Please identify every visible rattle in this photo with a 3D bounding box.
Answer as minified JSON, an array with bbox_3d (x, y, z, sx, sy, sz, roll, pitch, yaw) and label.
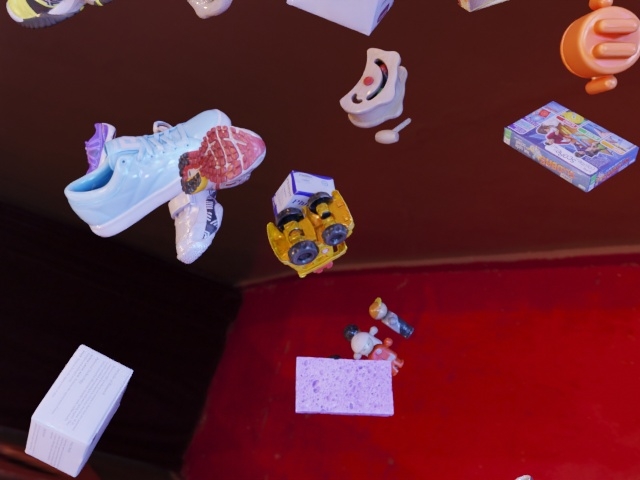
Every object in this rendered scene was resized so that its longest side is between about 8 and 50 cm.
[{"bbox_3d":[-0.152,-0.481,1.276,0.199,0.142,0.130,-37,71,48],"label":"rattle"}]

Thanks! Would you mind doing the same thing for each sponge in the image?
[{"bbox_3d":[0.051,0.313,1.569,0.031,0.210,0.117,106,166,-66],"label":"sponge"}]

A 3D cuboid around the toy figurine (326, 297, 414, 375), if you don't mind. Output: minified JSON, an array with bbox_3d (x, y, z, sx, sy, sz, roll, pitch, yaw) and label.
[{"bbox_3d":[0.127,0.282,1.952,0.213,0.148,0.209,-49,9,44],"label":"toy figurine"}]

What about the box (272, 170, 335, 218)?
[{"bbox_3d":[-0.045,-0.114,1.997,0.137,0.126,0.072,-49,42,46],"label":"box"}]

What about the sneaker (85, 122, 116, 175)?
[{"bbox_3d":[-0.597,-0.230,1.946,0.068,0.071,0.170,-166,93,-83],"label":"sneaker"}]

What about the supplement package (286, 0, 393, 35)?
[{"bbox_3d":[0.064,-0.602,1.517,0.145,0.204,0.262,-58,-12,-38],"label":"supplement package"}]

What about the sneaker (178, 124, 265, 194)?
[{"bbox_3d":[-0.147,-0.131,1.168,0.225,0.092,0.088,-9,90,56],"label":"sneaker"}]

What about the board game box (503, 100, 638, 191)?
[{"bbox_3d":[0.462,-0.179,1.364,0.201,0.136,0.035,43,152,37],"label":"board game box"}]

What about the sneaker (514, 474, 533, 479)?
[{"bbox_3d":[0.296,0.496,1.355,0.094,0.258,0.091,-28,70,59],"label":"sneaker"}]

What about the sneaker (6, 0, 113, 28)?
[{"bbox_3d":[-0.487,-0.517,1.391,0.384,0.147,0.145,-7,48,37],"label":"sneaker"}]

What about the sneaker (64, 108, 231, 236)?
[{"bbox_3d":[-0.349,-0.160,1.468,0.366,0.150,0.135,-40,44,-1],"label":"sneaker"}]

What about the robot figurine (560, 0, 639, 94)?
[{"bbox_3d":[0.541,-0.379,1.421,0.128,0.158,0.219,-38,5,8],"label":"robot figurine"}]

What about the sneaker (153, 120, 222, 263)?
[{"bbox_3d":[-0.345,-0.125,1.761,0.137,0.210,0.366,-35,38,43],"label":"sneaker"}]

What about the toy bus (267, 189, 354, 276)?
[{"bbox_3d":[0.000,0.000,1.953,0.220,0.211,0.149,-29,53,7],"label":"toy bus"}]

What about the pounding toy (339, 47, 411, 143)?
[{"bbox_3d":[0.155,-0.374,1.999,0.154,0.155,0.270,-1,64,25],"label":"pounding toy"}]

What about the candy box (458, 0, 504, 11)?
[{"bbox_3d":[0.458,-0.656,1.649,0.316,0.183,0.087,-18,30,-2],"label":"candy box"}]

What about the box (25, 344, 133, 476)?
[{"bbox_3d":[-0.479,0.339,1.453,0.181,0.119,0.182,-57,6,47],"label":"box"}]
